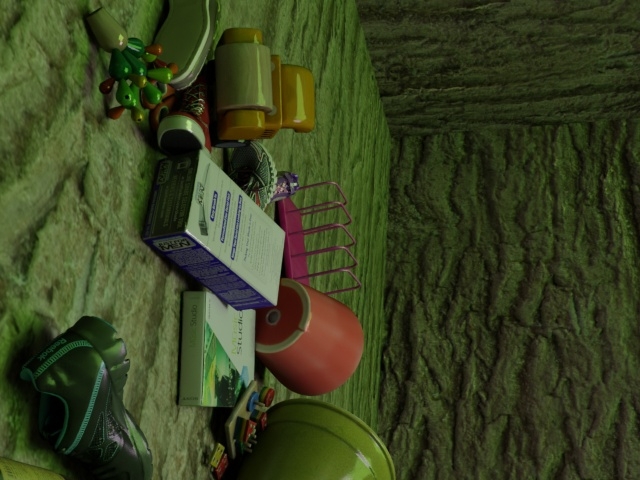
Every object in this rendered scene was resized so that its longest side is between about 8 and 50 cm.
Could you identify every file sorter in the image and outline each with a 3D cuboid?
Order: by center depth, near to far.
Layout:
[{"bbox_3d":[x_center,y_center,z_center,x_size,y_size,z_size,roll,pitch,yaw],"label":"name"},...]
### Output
[{"bbox_3d":[0.000,0.000,2.343,0.202,0.182,0.290,52,28,-65],"label":"file sorter"}]

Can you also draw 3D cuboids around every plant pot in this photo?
[{"bbox_3d":[-0.062,0.606,1.819,0.353,0.367,0.366,-47,134,-54],"label":"plant pot"},{"bbox_3d":[-0.062,0.228,2.030,0.243,0.275,0.274,45,43,-54],"label":"plant pot"}]

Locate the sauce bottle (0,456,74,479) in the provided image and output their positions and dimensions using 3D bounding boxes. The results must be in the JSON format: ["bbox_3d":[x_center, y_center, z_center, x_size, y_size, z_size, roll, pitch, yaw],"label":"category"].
[{"bbox_3d":[-0.367,0.343,1.029,0.344,0.111,0.111,55,34,-62],"label":"sauce bottle"}]

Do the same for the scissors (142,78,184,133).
[{"bbox_3d":[-0.294,-0.308,1.646,0.297,0.021,0.109,-68,152,-58],"label":"scissors"}]

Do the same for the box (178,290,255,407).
[{"bbox_3d":[-0.217,0.245,1.764,0.322,0.059,0.232,37,52,-71],"label":"box"}]

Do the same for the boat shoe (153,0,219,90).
[{"bbox_3d":[-0.259,-0.417,1.627,0.096,0.117,0.324,62,23,-53],"label":"boat shoe"}]

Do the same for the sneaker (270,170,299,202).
[{"bbox_3d":[-0.119,-0.142,2.149,0.236,0.105,0.095,-42,129,-71],"label":"sneaker"}]

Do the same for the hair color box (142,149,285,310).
[{"bbox_3d":[-0.203,-0.010,1.637,0.339,0.110,0.185,48,40,-50],"label":"hair color box"}]

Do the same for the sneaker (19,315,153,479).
[{"bbox_3d":[-0.346,0.276,1.193,0.140,0.125,0.340,-35,128,-41],"label":"sneaker"}]

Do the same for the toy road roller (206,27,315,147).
[{"bbox_3d":[-0.117,-0.321,1.767,0.329,0.241,0.202,166,-78,-77],"label":"toy road roller"}]

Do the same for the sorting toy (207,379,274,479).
[{"bbox_3d":[-0.163,0.411,1.808,0.274,0.046,0.132,-57,157,-43],"label":"sorting toy"}]

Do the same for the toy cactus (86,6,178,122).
[{"bbox_3d":[-0.334,-0.306,1.378,0.180,0.112,0.219,57,30,-27],"label":"toy cactus"}]

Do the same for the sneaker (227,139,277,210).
[{"bbox_3d":[-0.174,-0.097,1.884,0.112,0.121,0.299,38,52,-67],"label":"sneaker"}]

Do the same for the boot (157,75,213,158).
[{"bbox_3d":[-0.257,-0.254,1.579,0.244,0.088,0.176,85,8,-82],"label":"boot"}]
